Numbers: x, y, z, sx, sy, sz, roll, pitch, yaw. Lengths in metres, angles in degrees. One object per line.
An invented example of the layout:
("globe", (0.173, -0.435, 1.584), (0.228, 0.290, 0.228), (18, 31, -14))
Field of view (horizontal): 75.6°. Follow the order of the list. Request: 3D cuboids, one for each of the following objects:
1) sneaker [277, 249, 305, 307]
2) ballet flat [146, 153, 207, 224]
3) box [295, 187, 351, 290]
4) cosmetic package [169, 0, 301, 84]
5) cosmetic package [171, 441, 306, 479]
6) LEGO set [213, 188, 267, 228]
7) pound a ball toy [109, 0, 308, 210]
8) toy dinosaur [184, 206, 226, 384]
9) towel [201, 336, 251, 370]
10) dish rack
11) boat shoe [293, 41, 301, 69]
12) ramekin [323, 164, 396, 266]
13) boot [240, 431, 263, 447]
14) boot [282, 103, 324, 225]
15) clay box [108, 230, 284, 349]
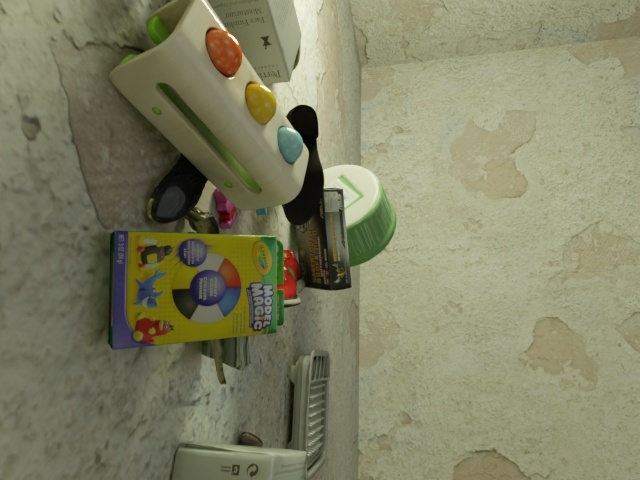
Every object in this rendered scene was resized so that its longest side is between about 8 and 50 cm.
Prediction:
("sneaker", (-0.100, 0.081, 0.924), (0.279, 0.107, 0.118), (-81, 162, -81))
("ballet flat", (-0.199, -0.083, 0.595), (0.057, 0.049, 0.173), (61, 33, -36))
("box", (0.000, 0.000, 1.001), (0.183, 0.056, 0.231), (-5, -91, 64))
("cosmetic package", (-0.131, -0.373, 0.678), (0.184, 0.151, 0.152), (71, 21, -51))
("cosmetic package", (-0.126, 0.506, 0.584), (0.217, 0.156, 0.385), (66, 26, -60))
("LEGO set", (-0.131, -0.128, 0.802), (0.227, 0.087, 0.093), (-78, 162, -51))
("pound a ball toy", (-0.126, -0.222, 0.573), (0.319, 0.135, 0.208), (51, 39, -46))
("toy dinosaur", (-0.176, 0.058, 0.557), (0.118, 0.064, 0.268), (17, 57, -53))
("towel", (-0.143, 0.125, 0.619), (0.023, 0.152, 0.113), (6, 82, -34))
("dish rack", (-0.033, 0.492, 1.207), (0.285, 0.072, 0.333), (54, 36, -70))
("boat shoe", (-0.122, -0.511, 0.867), (0.103, 0.113, 0.302), (-44, 121, -72))
("ramekin", (0.062, -0.083, 1.223), (0.148, 0.303, 0.304), (63, 27, -47))
("boot", (-0.139, 0.434, 0.794), (0.087, 0.042, 0.118), (-77, 161, -44))
("boot", (-0.075, -0.173, 1.005), (0.280, 0.096, 0.264), (-166, -110, -75))
("clay box", (-0.135, 0.055, 0.508), (0.053, 0.222, 0.128), (-7, -97, 58))
